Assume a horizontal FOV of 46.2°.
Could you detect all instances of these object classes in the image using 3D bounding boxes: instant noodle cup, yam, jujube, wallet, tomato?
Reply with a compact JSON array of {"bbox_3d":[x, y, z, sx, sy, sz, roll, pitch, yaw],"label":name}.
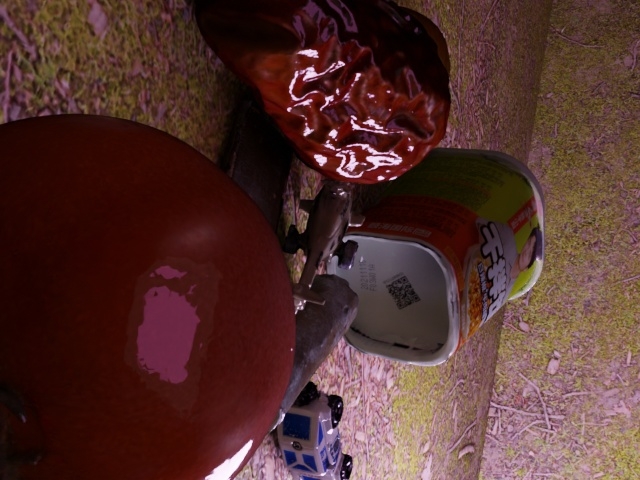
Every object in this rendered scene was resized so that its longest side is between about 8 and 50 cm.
[{"bbox_3d":[0.172,0.027,1.147,0.308,0.294,0.293,-37,128,-50],"label":"instant noodle cup"},{"bbox_3d":[-0.036,0.124,0.882,0.259,0.093,0.093,-44,133,-57],"label":"yam"},{"bbox_3d":[0.010,-0.186,0.804,0.342,0.216,0.216,35,63,-55],"label":"jujube"},{"bbox_3d":[-0.084,-0.026,0.820,0.122,0.031,0.232,44,52,-56],"label":"wallet"},{"bbox_3d":[-0.137,0.050,0.457,0.224,0.256,0.255,-26,119,-45],"label":"tomato"}]

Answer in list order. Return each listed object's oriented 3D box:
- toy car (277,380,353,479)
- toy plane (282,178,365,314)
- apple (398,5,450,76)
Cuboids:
[{"bbox_3d":[-0.013,0.255,0.968,0.070,0.080,0.170,-51,139,-51],"label":"toy car"},{"bbox_3d":[0.000,0.000,0.887,0.286,0.092,0.108,-68,175,-54],"label":"toy plane"},{"bbox_3d":[0.108,-0.245,1.070,0.163,0.147,0.147,41,62,-63],"label":"apple"}]
